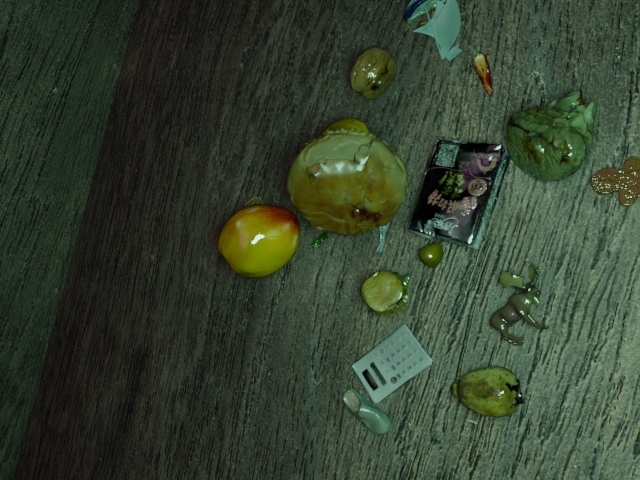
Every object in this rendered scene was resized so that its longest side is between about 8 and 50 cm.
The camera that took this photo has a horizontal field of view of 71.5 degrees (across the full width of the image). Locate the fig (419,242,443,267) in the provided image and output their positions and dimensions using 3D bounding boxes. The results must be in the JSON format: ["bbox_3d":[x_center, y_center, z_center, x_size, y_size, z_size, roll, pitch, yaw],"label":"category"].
[{"bbox_3d":[0.365,0.043,1.450,0.074,0.074,0.088,37,86,30],"label":"fig"}]

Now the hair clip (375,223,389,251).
[{"bbox_3d":[0.214,-0.015,1.578,0.039,0.030,0.114,6,82,51],"label":"hair clip"}]

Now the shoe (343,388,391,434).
[{"bbox_3d":[0.143,0.575,1.490,0.195,0.078,0.079,37,100,34],"label":"shoe"}]

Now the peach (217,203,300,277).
[{"bbox_3d":[-0.227,-0.008,1.702,0.308,0.289,0.289,-47,60,-4],"label":"peach"}]

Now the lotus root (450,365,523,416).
[{"bbox_3d":[0.477,0.439,1.288,0.214,0.138,0.138,-20,71,39],"label":"lotus root"}]

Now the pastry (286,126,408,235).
[{"bbox_3d":[0.086,-0.198,1.502,0.410,0.409,0.244,-20,43,27],"label":"pastry"}]

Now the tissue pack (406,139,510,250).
[{"bbox_3d":[0.432,-0.150,1.417,0.245,0.123,0.332,18,88,38],"label":"tissue pack"}]

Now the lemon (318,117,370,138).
[{"bbox_3d":[0.082,-0.360,1.634,0.208,0.170,0.169,-11,76,29],"label":"lemon"}]

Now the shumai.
[{"bbox_3d":[0.681,-0.303,1.280,0.218,0.189,0.256,-39,46,1],"label":"shumai"}]

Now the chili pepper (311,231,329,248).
[{"bbox_3d":[0.001,-0.001,1.706,0.091,0.034,0.030,-41,97,18],"label":"chili pepper"}]

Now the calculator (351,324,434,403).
[{"bbox_3d":[0.234,0.417,1.494,0.262,0.021,0.161,-44,62,17],"label":"calculator"}]

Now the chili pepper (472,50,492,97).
[{"bbox_3d":[0.543,-0.547,1.467,0.045,0.027,0.178,-22,71,31],"label":"chili pepper"}]

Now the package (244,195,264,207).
[{"bbox_3d":[-0.265,-0.117,1.872,0.071,0.047,0.131,-35,67,19],"label":"package"}]

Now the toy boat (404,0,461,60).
[{"bbox_3d":[0.417,-0.768,1.564,0.221,0.067,0.290,-21,74,26],"label":"toy boat"}]

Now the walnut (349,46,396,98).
[{"bbox_3d":[0.193,-0.614,1.622,0.155,0.155,0.184,44,106,29],"label":"walnut"}]

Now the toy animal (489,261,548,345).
[{"bbox_3d":[0.573,0.184,1.287,0.214,0.094,0.186,-46,54,26],"label":"toy animal"}]

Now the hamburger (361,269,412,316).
[{"bbox_3d":[0.230,0.170,1.481,0.185,0.131,0.159,-38,56,13],"label":"hamburger"}]

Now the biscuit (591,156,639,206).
[{"bbox_3d":[0.855,-0.159,1.209,0.205,0.031,0.138,5,84,32],"label":"biscuit"}]
